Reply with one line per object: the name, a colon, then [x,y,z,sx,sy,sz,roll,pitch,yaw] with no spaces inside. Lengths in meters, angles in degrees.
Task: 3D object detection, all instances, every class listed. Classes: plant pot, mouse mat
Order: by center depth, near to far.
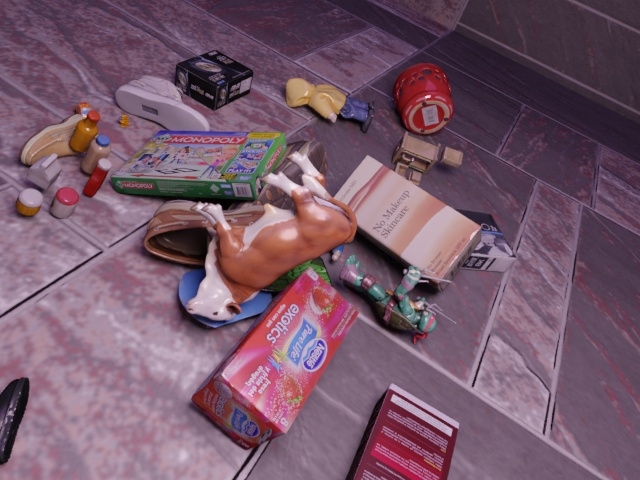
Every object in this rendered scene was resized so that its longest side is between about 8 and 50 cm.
mouse mat: [-0.071,0.060,0.906,0.189,0.007,0.153,9,28,-18]
plant pot: [0.345,-0.465,1.515,0.191,0.191,0.174,11,51,-13]

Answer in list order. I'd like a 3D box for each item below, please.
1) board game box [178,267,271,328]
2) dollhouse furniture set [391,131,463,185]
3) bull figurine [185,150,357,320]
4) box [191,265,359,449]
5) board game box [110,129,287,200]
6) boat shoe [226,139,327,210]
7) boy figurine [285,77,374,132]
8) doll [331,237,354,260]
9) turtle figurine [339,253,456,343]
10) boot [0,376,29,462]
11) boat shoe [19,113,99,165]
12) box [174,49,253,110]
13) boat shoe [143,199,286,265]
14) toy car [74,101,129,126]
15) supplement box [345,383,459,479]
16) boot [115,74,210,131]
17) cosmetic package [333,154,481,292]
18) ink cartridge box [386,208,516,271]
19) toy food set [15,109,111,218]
board game box: [-0.177,0.105,0.832,0.168,0.033,0.133,-13,49,-40]
dollhouse furniture set: [0.298,-0.197,1.319,0.181,0.101,0.161,20,67,-4]
bull figurine: [-0.099,0.000,0.728,0.310,0.189,0.101,-29,20,1]
box: [-0.063,0.178,0.717,0.122,0.128,0.257,44,43,-3]
board game box: [-0.254,-0.170,0.979,0.317,0.046,0.214,4,41,14]
boat shoe: [-0.113,-0.117,1.034,0.130,0.132,0.355,13,41,28]
boy figurine: [0.026,-0.424,1.406,0.285,0.092,0.177,13,44,-9]
doll: [0.000,0.000,0.999,0.188,0.046,0.129,-8,41,-37]
turtle figurine: [0.154,0.112,0.885,0.234,0.175,0.118,27,65,18]
boot: [-0.445,0.233,0.581,0.099,0.045,0.121,4,46,-15]
boat shoe: [-0.550,-0.209,0.969,0.072,0.068,0.190,35,43,-10]
box: [-0.308,-0.473,1.322,0.147,0.078,0.180,31,43,10]
boat shoe: [-0.170,0.006,0.838,0.324,0.123,0.116,3,32,8]
toy car: [-0.529,-0.311,1.093,0.121,0.041,0.060,-2,48,-24]
supplement box: [0.113,0.352,0.673,0.130,0.073,0.239,29,42,8]
boot: [-0.380,-0.354,1.157,0.258,0.095,0.123,24,49,3]
cosmetic package: [0.184,-0.038,0.993,0.296,0.129,0.153,36,88,24]
ink cartridge box: [0.310,-0.011,1.132,0.332,0.065,0.166,4,46,-18]
toy food set: [-0.477,-0.142,0.874,0.111,0.104,0.232,36,42,-19]
